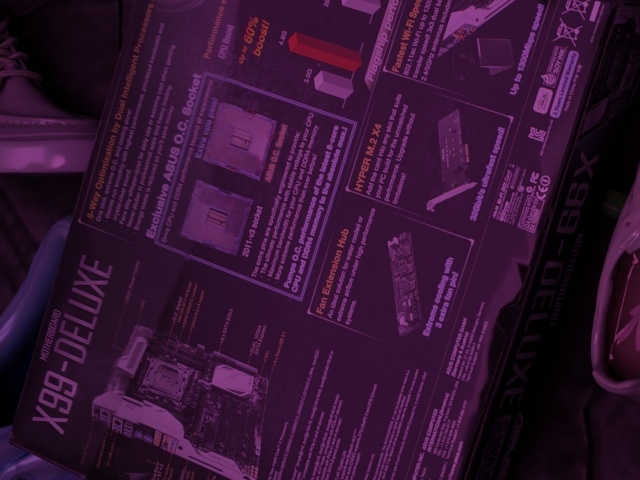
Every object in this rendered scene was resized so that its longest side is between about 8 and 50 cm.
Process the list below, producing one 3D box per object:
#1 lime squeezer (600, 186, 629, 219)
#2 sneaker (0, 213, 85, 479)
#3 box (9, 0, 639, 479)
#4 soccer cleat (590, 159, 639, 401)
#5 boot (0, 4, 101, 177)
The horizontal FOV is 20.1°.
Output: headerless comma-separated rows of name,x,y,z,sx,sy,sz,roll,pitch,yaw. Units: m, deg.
lime squeezer,0.103,-0.079,0.925,0.110,0.059,0.310,-28,60,-1
sneaker,-0.179,0.134,1.058,0.135,0.150,0.366,33,105,40
box,0.000,0.000,0.882,0.242,0.076,0.307,20,98,25
soccer cleat,0.167,-0.020,0.801,0.068,0.076,0.196,18,100,24
boot,-0.222,-0.105,1.169,0.258,0.095,0.123,7,94,42
